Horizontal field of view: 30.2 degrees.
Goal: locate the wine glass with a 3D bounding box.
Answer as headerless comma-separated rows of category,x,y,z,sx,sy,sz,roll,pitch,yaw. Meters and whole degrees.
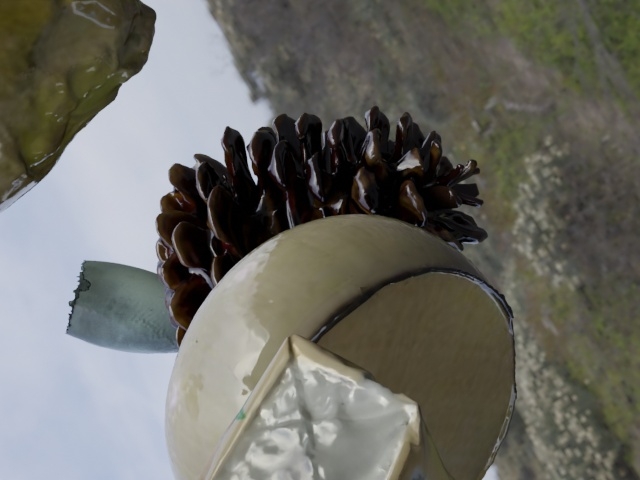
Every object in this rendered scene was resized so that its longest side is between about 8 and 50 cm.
wine glass,-0.133,0.175,1.279,0.096,0.309,0.264,140,142,-68

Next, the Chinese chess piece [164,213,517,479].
Chinese chess piece,0.018,0.106,0.783,0.103,0.250,0.250,29,160,46

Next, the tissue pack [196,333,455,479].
tissue pack,-0.005,0.163,0.533,0.090,0.186,0.222,25,165,21

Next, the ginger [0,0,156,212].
ginger,-0.185,-0.038,0.493,0.116,0.263,0.109,43,177,-23

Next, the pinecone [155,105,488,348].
pinecone,0.001,0.003,0.990,0.246,0.292,0.246,49,-153,-36
